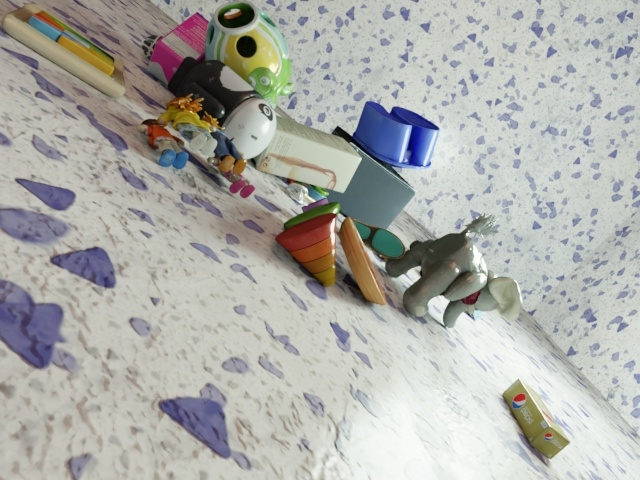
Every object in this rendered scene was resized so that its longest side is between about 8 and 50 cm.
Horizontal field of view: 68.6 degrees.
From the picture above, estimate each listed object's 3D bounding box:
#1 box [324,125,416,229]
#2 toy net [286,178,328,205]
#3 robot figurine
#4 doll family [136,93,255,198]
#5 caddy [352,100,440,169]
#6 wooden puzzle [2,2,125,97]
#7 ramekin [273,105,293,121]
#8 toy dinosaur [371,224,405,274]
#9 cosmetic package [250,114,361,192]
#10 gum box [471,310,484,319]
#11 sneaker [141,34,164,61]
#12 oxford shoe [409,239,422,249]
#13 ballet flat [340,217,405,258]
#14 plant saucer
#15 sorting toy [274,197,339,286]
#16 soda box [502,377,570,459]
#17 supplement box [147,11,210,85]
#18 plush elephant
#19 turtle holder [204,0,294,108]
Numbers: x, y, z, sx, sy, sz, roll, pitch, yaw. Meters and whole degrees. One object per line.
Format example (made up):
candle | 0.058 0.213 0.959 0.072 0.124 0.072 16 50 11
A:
box | 0.134 -0.228 1.725 0.293 0.212 0.395 34 15 -15
toy net | -0.052 -0.155 1.372 0.122 0.045 0.232 41 14 4
robot figurine | -0.235 -0.324 1.143 0.278 0.174 0.209 42 53 9
doll family | -0.220 -0.198 0.911 0.263 0.118 0.163 23 22 -50
caddy | 0.256 -0.352 1.635 0.241 0.179 0.341 4 30 -24
wooden puzzle | -0.497 -0.393 0.949 0.220 0.044 0.239 31 17 -34
ramekin | -0.211 -0.396 1.516 0.277 0.135 0.277 37 14 -11
toy dinosaur | 0.189 0.025 1.451 0.212 0.064 0.112 58 2 26
cosmetic package | -0.051 -0.254 1.363 0.296 0.129 0.153 11 28 -32
gum box | 0.526 0.173 1.708 0.157 0.041 0.185 -111 177 -64
sneaker | -0.440 -0.539 1.497 0.275 0.107 0.110 32 -13 -16
oxford shoe | 0.438 0.079 1.882 0.076 0.076 0.212 46 9 -36
ballet flat | 0.153 -0.006 1.324 0.206 0.073 0.067 30 -1 24
plant saucer | 0.085 0.047 0.986 0.200 0.037 0.200 -23 90 -84
sorting toy | 0.000 0.000 0.984 0.365 0.127 0.126 -80 148 -77
soda box | 0.468 0.385 1.032 0.061 0.058 0.181 38 15 -7
supplement box | -0.388 -0.549 1.369 0.114 0.111 0.220 37 49 -11
plush elephant | 0.372 0.114 1.250 0.255 0.330 0.272 55 1 -21
turtle holder | -0.209 -0.491 1.281 0.227 0.243 0.321 81 14 -57
